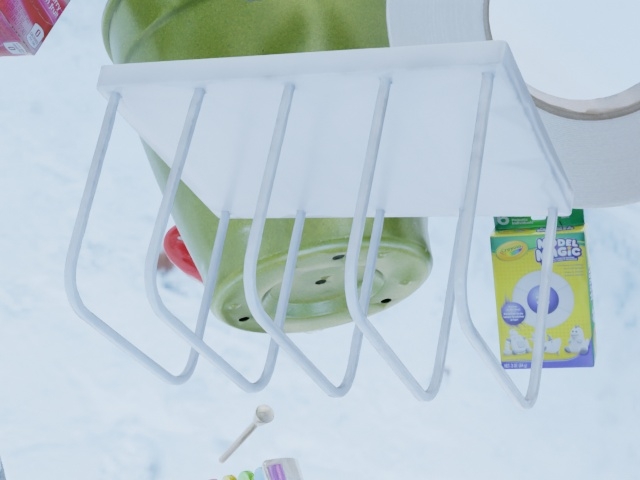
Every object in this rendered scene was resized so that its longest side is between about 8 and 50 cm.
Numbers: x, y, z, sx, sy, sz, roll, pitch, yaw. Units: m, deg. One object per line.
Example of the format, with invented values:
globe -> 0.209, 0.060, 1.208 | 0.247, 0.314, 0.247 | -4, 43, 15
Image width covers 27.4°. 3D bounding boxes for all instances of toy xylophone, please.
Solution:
toy xylophone -> -0.106, 0.384, 1.869 | 0.081, 0.323, 0.236 | -5, 57, -33

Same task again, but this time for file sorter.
file sorter -> 0.000, 0.000, 0.855 | 0.193, 0.277, 0.173 | 51, 45, -55

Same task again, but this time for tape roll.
tape roll -> 0.255, -0.220, 1.234 | 0.072, 0.392, 0.392 | -77, 155, -73

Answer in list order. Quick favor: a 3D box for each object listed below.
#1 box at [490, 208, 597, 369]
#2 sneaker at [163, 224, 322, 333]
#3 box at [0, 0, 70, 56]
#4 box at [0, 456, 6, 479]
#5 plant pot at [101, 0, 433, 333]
box -> 0.243, 0.050, 1.428 | 0.043, 0.105, 0.179 | -43, 128, -70
sneaker -> -0.103, 0.034, 1.789 | 0.107, 0.279, 0.118 | -66, 158, 0
box -> -0.324, -0.288, 1.121 | 0.257, 0.122, 0.128 | 59, 45, -43
box -> -0.313, 0.260, 1.098 | 0.137, 0.072, 0.126 | 95, 5, -49
plant pot -> -0.031, -0.099, 1.419 | 0.366, 0.366, 0.353 | 15, 55, -48
